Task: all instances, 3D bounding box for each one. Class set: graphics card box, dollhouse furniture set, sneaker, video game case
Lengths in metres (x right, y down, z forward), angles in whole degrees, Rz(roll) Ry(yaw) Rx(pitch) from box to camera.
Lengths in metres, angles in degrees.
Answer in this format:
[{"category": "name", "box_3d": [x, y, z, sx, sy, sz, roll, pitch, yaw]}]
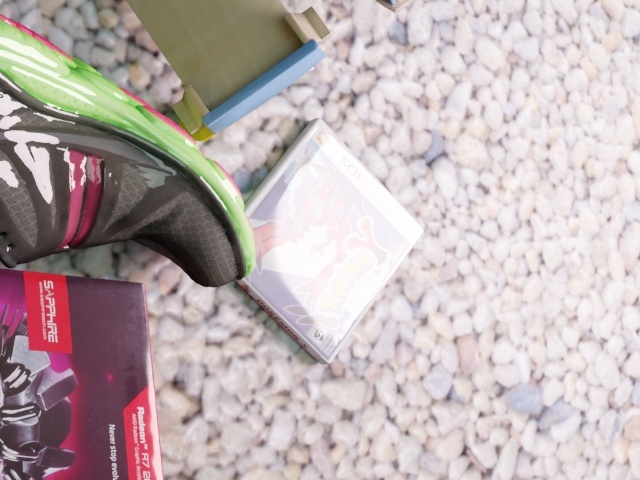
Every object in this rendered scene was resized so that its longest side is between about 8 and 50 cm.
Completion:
[{"category": "graphics card box", "box_3d": [-0.323, 0.137, 1.220, 0.371, 0.094, 0.232, 8, 60, -29]}, {"category": "dollhouse furniture set", "box_3d": [-0.081, -0.286, 1.468, 0.303, 0.198, 0.286, -37, 82, 2]}, {"category": "sneaker", "box_3d": [-0.253, -0.066, 1.266, 0.483, 0.185, 0.202, 32, 93, -41]}, {"category": "video game case", "box_3d": [0.000, 0.000, 1.511, 0.183, 0.023, 0.201, 46, 65, -19]}]
